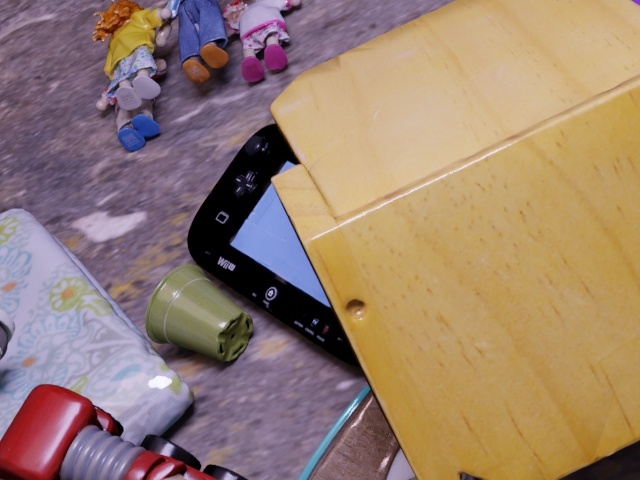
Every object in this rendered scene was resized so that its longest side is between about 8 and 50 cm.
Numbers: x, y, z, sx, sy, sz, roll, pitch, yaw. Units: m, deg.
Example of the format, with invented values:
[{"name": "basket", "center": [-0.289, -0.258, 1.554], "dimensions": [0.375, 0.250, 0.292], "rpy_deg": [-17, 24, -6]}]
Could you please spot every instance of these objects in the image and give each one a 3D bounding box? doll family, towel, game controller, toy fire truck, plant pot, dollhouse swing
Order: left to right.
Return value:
[{"name": "towel", "center": [-0.330, 0.158, 1.630], "dimensions": [0.320, 0.090, 0.374], "rpy_deg": [-44, 43, -3]}, {"name": "toy fire truck", "center": [-0.179, 0.202, 1.341], "dimensions": [0.217, 0.246, 0.158], "rpy_deg": [24, 68, 15]}, {"name": "doll family", "center": [-0.157, -0.231, 1.807], "dimensions": [0.263, 0.118, 0.163], "rpy_deg": [-26, 44, 15]}, {"name": "plant pot", "center": [-0.108, 0.075, 1.559], "dimensions": [0.079, 0.083, 0.083], "rpy_deg": [27, 73, 33]}, {"name": "game controller", "center": [0.000, 0.000, 1.547], "dimensions": [0.166, 0.067, 0.319], "rpy_deg": [-49, 43, -10]}, {"name": "dollhouse swing", "center": [0.161, -0.025, 1.319], "dimensions": [0.347, 0.315, 0.305], "rpy_deg": [-26, 12, -2]}]

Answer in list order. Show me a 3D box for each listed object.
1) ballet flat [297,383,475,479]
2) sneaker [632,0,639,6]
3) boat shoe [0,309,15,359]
[{"name": "ballet flat", "center": [0.094, 0.135, 1.351], "dimensions": [0.124, 0.116, 0.342], "rpy_deg": [27, 73, 21]}, {"name": "sneaker", "center": [0.293, -0.152, 1.443], "dimensions": [0.146, 0.102, 0.293], "rpy_deg": [-34, 43, 8]}, {"name": "boat shoe", "center": [-0.414, 0.146, 1.561], "dimensions": [0.305, 0.109, 0.091], "rpy_deg": [-23, 45, 24]}]
